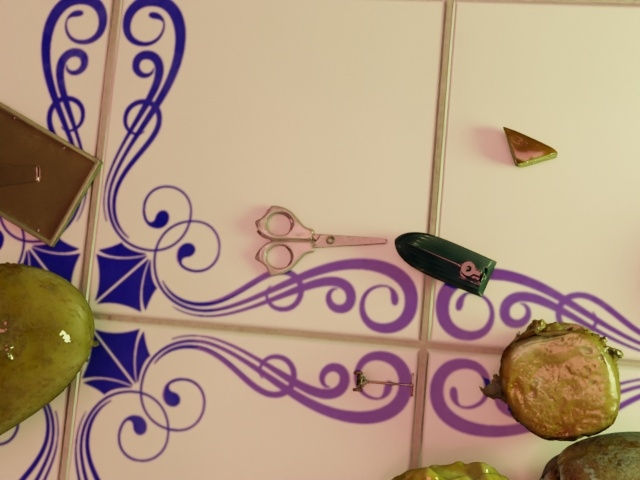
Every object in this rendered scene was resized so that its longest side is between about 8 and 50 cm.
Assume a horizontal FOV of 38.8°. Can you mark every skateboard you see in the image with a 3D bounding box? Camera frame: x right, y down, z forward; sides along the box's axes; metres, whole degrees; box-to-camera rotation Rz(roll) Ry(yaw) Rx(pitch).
[{"bbox_3d":[0.087,0.191,1.228,0.083,0.064,0.032,4,76,-2],"label":"skateboard"}]

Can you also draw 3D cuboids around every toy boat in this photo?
[{"bbox_3d":[0.164,0.025,1.235,0.141,0.060,0.055,23,87,17],"label":"toy boat"}]

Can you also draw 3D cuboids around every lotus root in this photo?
[{"bbox_3d":[0.428,0.313,1.109,0.322,0.158,0.140,1,59,-4],"label":"lotus root"}]

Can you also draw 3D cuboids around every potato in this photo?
[{"bbox_3d":[-0.492,0.146,1.242,0.359,0.219,0.270,-27,90,-2],"label":"potato"}]

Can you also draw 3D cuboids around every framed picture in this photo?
[{"bbox_3d":[-0.444,-0.102,1.361,0.203,0.015,0.150,29,89,10],"label":"framed picture"}]

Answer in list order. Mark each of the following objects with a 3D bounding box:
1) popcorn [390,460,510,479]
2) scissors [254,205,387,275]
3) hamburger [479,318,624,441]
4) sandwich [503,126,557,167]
[{"bbox_3d":[0.166,0.380,1.123,0.216,0.181,0.235,23,128,-25],"label":"popcorn"},{"bbox_3d":[0.000,0.000,1.284,0.189,0.015,0.100,0,85,6],"label":"scissors"},{"bbox_3d":[0.296,0.181,1.165,0.184,0.131,0.159,-10,91,13],"label":"hamburger"},{"bbox_3d":[0.280,-0.121,1.246,0.083,0.031,0.044,26,84,13],"label":"sandwich"}]
